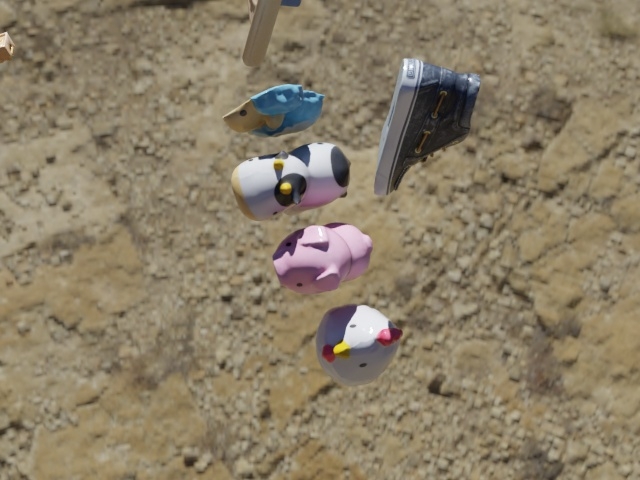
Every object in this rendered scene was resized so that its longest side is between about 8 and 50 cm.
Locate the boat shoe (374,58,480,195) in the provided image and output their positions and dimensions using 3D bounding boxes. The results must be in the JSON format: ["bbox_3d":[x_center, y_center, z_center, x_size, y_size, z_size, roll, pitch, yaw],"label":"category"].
[{"bbox_3d":[0.108,-0.106,1.261,0.083,0.183,0.065,11,50,-2],"label":"boat shoe"}]

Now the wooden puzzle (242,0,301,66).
[{"bbox_3d":[-0.043,-0.451,1.588,0.081,0.322,0.347,5,56,-14],"label":"wooden puzzle"}]

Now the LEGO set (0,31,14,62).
[{"bbox_3d":[-0.551,-0.190,1.671,0.287,0.107,0.132,-25,16,-22],"label":"LEGO set"}]

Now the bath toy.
[{"bbox_3d":[0.000,0.000,1.374,0.151,0.129,0.348,-20,89,-24],"label":"bath toy"}]
